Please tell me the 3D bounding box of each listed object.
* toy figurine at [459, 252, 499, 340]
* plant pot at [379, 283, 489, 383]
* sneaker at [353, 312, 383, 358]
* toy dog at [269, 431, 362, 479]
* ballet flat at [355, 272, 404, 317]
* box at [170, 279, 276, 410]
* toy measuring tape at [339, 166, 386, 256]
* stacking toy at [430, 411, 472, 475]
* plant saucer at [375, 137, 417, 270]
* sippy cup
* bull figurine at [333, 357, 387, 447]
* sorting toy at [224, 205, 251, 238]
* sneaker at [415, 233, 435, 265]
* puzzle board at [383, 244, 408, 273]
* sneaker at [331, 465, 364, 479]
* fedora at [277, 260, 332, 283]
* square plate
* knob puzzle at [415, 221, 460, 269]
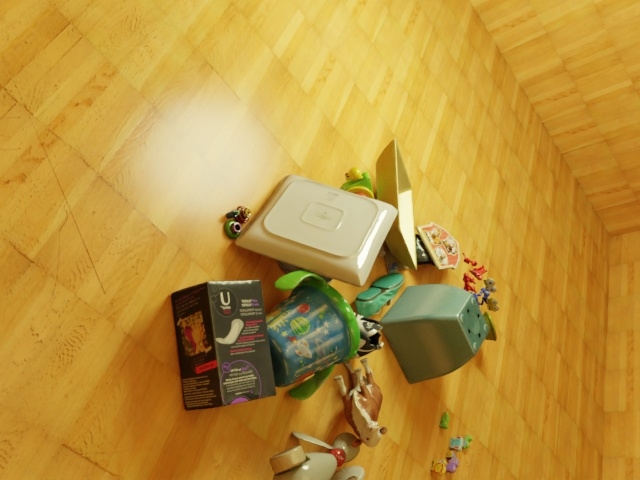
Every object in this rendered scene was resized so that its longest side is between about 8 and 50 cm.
[{"bbox_3d":[0.507,0.252,2.306,0.217,0.191,0.363,-27,129,-11],"label":"toy figurine"},{"bbox_3d":[0.390,0.284,2.043,0.248,0.252,0.247,-42,108,-48],"label":"plant pot"},{"bbox_3d":[0.098,0.232,1.800,0.094,0.153,0.235,-41,109,-49],"label":"sneaker"},{"bbox_3d":[-0.032,0.575,1.558,0.333,0.161,0.220,28,45,-50],"label":"toy dog"},{"bbox_3d":[0.185,0.178,1.992,0.247,0.083,0.087,-27,122,-50],"label":"ballet flat"},{"bbox_3d":[-0.221,0.235,1.437,0.165,0.143,0.270,3,75,-48],"label":"box"},{"bbox_3d":[0.125,-0.082,2.002,0.121,0.121,0.330,-54,138,-44],"label":"toy measuring tape"},{"bbox_3d":[0.452,0.717,2.120,0.167,0.052,0.221,47,46,-28],"label":"stacking toy"},{"bbox_3d":[0.245,-0.107,2.064,0.333,0.081,0.333,57,30,-59],"label":"plant saucer"},{"bbox_3d":[-0.059,0.245,1.577,0.224,0.240,0.306,-27,87,-39],"label":"sippy cup"},{"bbox_3d":[0.112,0.435,1.718,0.310,0.101,0.188,-17,90,-84],"label":"bull figurine"},{"bbox_3d":[-0.210,-0.054,1.630,0.061,0.042,0.102,47,47,-28],"label":"sorting toy"},{"bbox_3d":[0.416,0.034,2.279,0.267,0.101,0.106,6,70,-48],"label":"sneaker"},{"bbox_3d":[0.256,0.057,2.155,0.128,0.011,0.096,-10,86,-50],"label":"puzzle board"},{"bbox_3d":[0.052,0.692,1.662,0.212,0.080,0.094,-41,121,-40],"label":"sneaker"},{"bbox_3d":[0.000,0.000,1.790,0.275,0.124,0.244,30,55,-40],"label":"fedora"},{"bbox_3d":[0.002,-0.050,1.671,0.344,0.347,0.049,-59,164,-46],"label":"square plate"},{"bbox_3d":[0.440,0.013,2.237,0.213,0.030,0.213,25,46,-28],"label":"knob puzzle"}]
